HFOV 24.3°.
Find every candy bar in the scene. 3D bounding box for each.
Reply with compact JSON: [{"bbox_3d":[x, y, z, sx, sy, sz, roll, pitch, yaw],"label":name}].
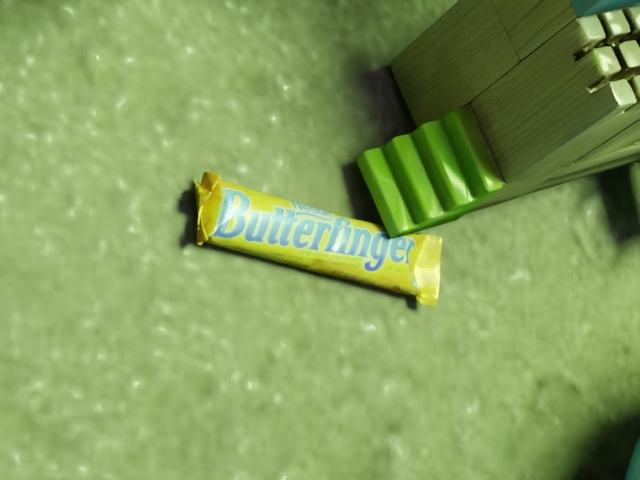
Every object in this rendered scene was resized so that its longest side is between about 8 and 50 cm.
[{"bbox_3d":[0.000,0.000,0.764,0.161,0.018,0.040,16,71,-35],"label":"candy bar"}]

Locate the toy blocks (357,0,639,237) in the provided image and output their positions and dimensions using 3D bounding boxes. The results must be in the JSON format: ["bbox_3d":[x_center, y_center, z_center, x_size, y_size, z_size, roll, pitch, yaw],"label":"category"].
[{"bbox_3d":[0.229,-0.134,0.787,0.381,0.261,0.191,-16,78,-33],"label":"toy blocks"}]

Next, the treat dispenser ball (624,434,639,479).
[{"bbox_3d":[0.307,0.165,0.794,0.288,0.288,0.288,9,75,-36],"label":"treat dispenser ball"}]
